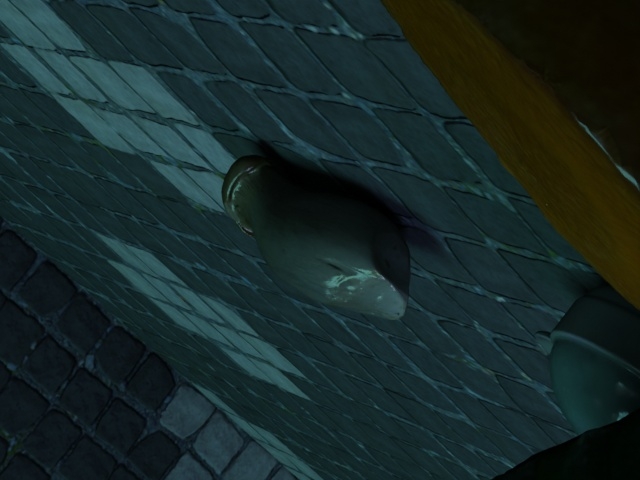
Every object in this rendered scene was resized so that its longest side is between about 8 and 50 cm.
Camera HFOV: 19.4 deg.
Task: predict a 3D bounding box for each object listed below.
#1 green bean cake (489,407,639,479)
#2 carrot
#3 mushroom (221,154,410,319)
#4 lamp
[{"bbox_3d":[0.275,0.221,1.141,0.308,0.169,0.300,-27,127,30],"label":"green bean cake"},{"bbox_3d":[0.130,-0.072,0.897,0.307,0.100,0.258,45,171,47],"label":"carrot"},{"bbox_3d":[0.001,-0.001,1.533,0.097,0.088,0.212,6,-163,-41],"label":"mushroom"},{"bbox_3d":[0.239,0.111,1.261,0.179,0.108,0.246,35,167,-10],"label":"lamp"}]
